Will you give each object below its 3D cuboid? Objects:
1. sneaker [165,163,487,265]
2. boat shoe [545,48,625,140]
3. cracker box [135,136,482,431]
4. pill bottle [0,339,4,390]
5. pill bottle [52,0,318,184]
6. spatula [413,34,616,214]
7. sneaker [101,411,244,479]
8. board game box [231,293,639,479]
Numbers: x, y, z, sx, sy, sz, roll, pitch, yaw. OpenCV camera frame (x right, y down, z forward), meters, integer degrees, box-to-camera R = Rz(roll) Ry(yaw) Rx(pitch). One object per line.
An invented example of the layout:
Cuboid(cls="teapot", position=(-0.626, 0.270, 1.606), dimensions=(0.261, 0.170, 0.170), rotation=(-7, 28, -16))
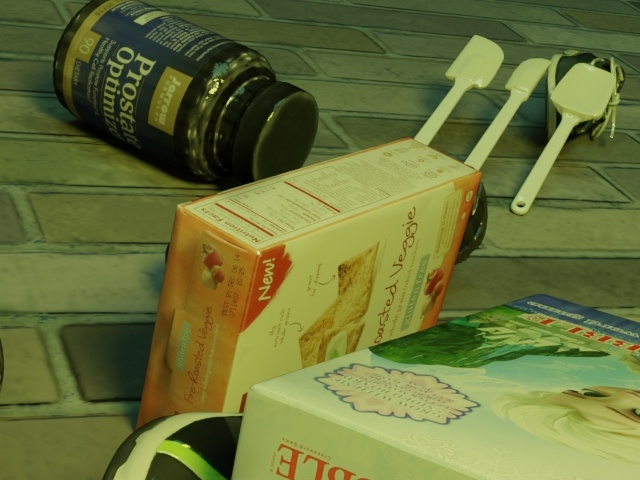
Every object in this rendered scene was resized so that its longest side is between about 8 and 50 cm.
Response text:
Cuboid(cls="sneaker", position=(0.000, 0.000, 0.939), dimensions=(0.272, 0.100, 0.108), rotation=(-12, 10, -36))
Cuboid(cls="boat shoe", position=(0.302, -0.165, 1.407), dimensions=(0.079, 0.095, 0.254), rotation=(9, 15, 16))
Cuboid(cls="cracker box", position=(-0.002, 0.035, 0.773), dimensions=(0.067, 0.155, 0.232), rotation=(30, 31, 30))
Cuboid(cls="pill bottle", position=(-0.223, 0.087, 0.588), dimensions=(0.131, 0.130, 0.245), rotation=(8, 27, -11))
Cuboid(cls="pill bottle", position=(-0.116, -0.126, 1.080), dimensions=(0.219, 0.122, 0.123), rotation=(26, 28, 25))
Cuboid(cls="spatula", position=(0.188, -0.123, 1.249), dimensions=(0.168, 0.019, 0.242), rotation=(23, 48, 15))
Cuboid(cls="sneaker", position=(-0.018, 0.123, 0.609), dimensions=(0.097, 0.084, 0.235), rotation=(3, 8, 27))
Cuboid(cls="board game box", position=(0.178, 0.114, 0.571), dimensions=(0.319, 0.065, 0.318), rotation=(17, 14, 29))
